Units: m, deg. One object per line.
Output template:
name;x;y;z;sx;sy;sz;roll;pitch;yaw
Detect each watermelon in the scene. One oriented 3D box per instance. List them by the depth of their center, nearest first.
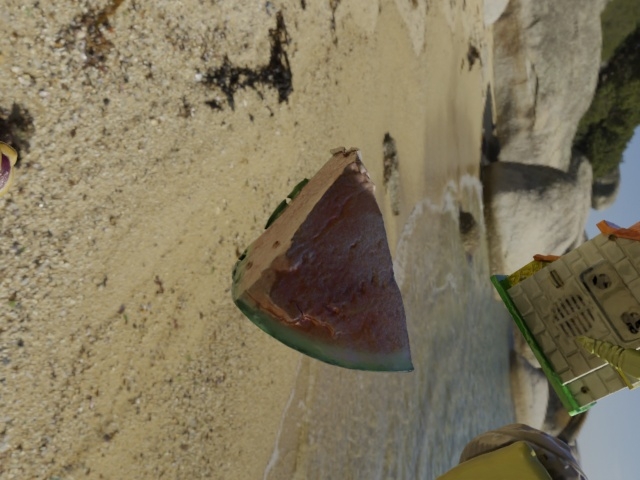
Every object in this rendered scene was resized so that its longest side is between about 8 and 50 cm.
watermelon;-0.022;0.025;0.793;0.292;0.222;0.319;-174;-109;-81

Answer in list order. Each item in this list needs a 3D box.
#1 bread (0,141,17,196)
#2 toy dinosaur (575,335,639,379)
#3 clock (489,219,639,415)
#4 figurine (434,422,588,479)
bread;-0.595;-0.133;0.874;0.081;0.134;0.225;58;9;35
toy dinosaur;0.414;0.157;0.606;0.153;0.259;0.094;0;106;-29
clock;0.409;0.082;0.760;0.106;0.255;0.219;8;51;-49
figurine;0.441;0.532;1.076;0.378;0.266;0.361;2;70;-47
